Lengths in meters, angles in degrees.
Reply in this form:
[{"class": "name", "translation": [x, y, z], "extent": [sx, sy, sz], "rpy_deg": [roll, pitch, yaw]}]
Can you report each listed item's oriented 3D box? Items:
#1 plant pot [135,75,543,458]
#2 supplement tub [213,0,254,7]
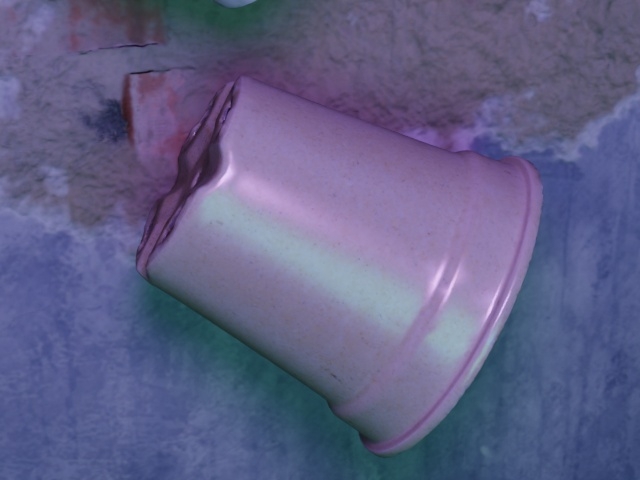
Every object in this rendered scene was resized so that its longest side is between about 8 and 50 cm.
[{"class": "plant pot", "translation": [0.000, 0.000, 1.650], "extent": [0.306, 0.334, 0.333], "rpy_deg": [27, 109, -14]}, {"class": "supplement tub", "translation": [-0.155, -0.370, 1.423], "extent": [0.331, 0.241, 0.241], "rpy_deg": [32, 107, -30]}]
